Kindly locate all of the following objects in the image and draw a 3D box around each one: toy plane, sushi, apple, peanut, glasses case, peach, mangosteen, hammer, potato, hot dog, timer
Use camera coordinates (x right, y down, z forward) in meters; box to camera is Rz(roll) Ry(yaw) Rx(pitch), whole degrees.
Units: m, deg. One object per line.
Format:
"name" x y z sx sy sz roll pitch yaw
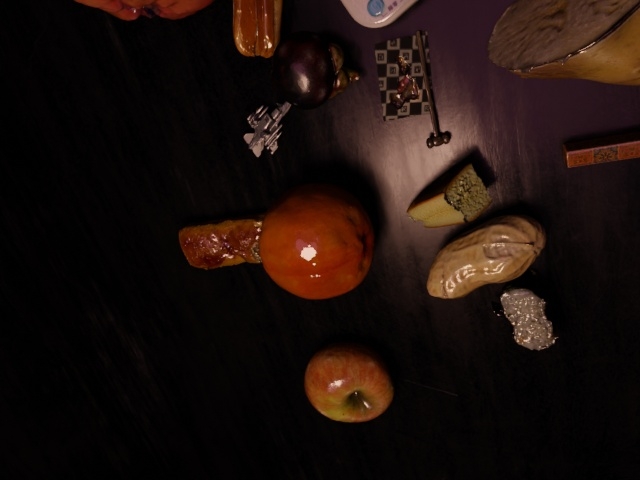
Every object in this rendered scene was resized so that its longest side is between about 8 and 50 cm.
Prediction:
"toy plane" -0.156 -0.349 1.284 0.234 0.083 0.159 -49 64 33
"sushi" 0.584 0.206 1.237 0.147 0.115 0.212 -24 103 27
"apple" 0.100 0.485 1.522 0.310 0.250 0.277 19 108 -12
"peanut" 0.446 0.047 1.187 0.340 0.159 0.173 -28 64 35
"glasses case" 0.691 -0.213 0.999 0.219 0.075 0.049 -6 116 25
"peach" 0.000 0.000 1.254 0.302 0.343 0.342 13 121 37
"mangosteen" -0.014 -0.444 1.125 0.231 0.194 0.193 -8 115 -3
"hammer" 0.278 -0.384 1.104 0.058 0.029 0.291 -16 109 0
"sushi" 0.215 -0.422 1.114 0.140 0.031 0.200 -10 111 1
"potato" 0.594 -0.398 0.861 0.296 0.289 0.397 28 149 -25
"hot dog" -0.160 -0.656 1.115 0.135 0.100 0.336 9 120 9
"timer" 0.150 -0.650 0.993 0.262 0.087 0.237 -31 101 32

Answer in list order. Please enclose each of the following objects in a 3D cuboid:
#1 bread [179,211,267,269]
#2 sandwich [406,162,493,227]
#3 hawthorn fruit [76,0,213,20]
"bread" -0.320 0.011 1.520 0.381 0.109 0.185 -7 112 24
"sandwich" 0.341 -0.107 1.177 0.122 0.128 0.236 50 166 -7
"hawthorn fruit" -0.426 -0.746 0.977 0.473 0.471 0.470 10 119 18
